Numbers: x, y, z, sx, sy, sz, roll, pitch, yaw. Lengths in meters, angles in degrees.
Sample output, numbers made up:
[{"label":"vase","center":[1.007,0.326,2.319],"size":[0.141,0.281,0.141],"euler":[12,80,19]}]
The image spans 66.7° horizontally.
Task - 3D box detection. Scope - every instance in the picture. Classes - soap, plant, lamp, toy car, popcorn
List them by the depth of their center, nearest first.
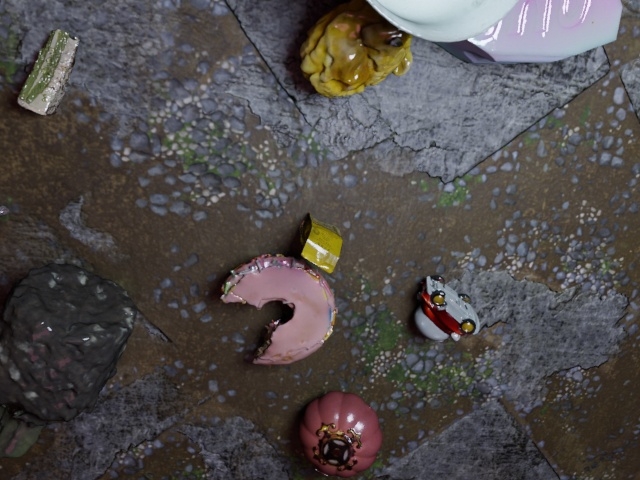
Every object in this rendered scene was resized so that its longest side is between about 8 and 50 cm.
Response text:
[{"label":"popcorn","center":[0.066,-0.319,0.780],"size":[0.194,0.163,0.140],"euler":[-25,94,34]},{"label":"soap","center":[0.323,-0.393,0.803],"size":[0.323,0.109,0.193],"euler":[-1,110,-9]},{"label":"plant","center":[-0.470,0.216,0.850],"size":[0.213,0.215,0.312],"euler":[23,106,-13]},{"label":"toy car","center":[0.242,0.150,0.997],"size":[0.139,0.112,0.112],"euler":[39,116,-9]},{"label":"lamp","center":[0.043,0.409,1.042],"size":[0.181,0.140,0.182],"euler":[1,99,7]}]

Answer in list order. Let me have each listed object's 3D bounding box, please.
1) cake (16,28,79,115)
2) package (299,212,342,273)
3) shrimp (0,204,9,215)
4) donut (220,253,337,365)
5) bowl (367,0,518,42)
[{"label":"cake","center":[-0.432,-0.267,0.783],"size":[0.051,0.055,0.140],"euler":[25,87,-15]},{"label":"package","center":[0.000,0.000,0.886],"size":[0.071,0.131,0.047],"euler":[33,107,-15]},{"label":"shrimp","center":[-0.585,-0.057,0.834],"size":[0.092,0.029,0.038],"euler":[-6,111,-2]},{"label":"donut","center":[-0.072,0.125,0.944],"size":[0.199,0.085,0.233],"euler":[-20,111,0]},{"label":"bowl","center":[0.125,-0.414,0.640],"size":[0.313,0.146,0.314],"euler":[-4,102,-19]}]
